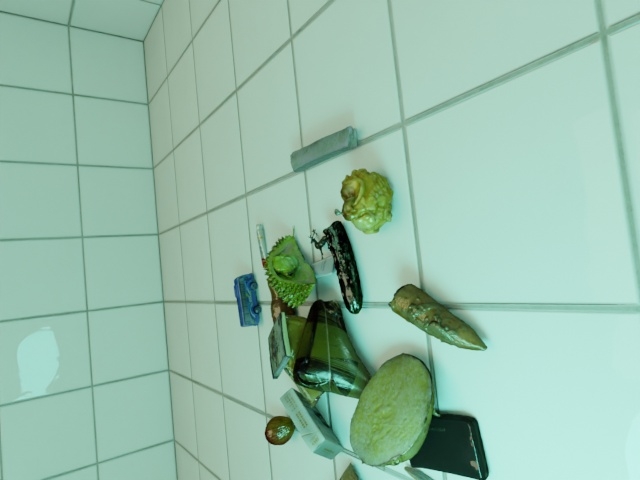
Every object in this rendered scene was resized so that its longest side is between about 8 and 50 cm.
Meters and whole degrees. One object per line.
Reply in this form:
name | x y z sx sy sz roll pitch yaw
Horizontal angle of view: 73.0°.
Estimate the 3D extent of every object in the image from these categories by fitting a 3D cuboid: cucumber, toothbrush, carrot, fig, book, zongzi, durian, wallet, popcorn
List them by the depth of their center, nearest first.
carrot | 0.295 0.199 1.071 0.263 0.102 0.101 31 117 43
toothbrush | 0.348 0.660 1.074 0.375 0.028 0.037 11 109 53
wallet | 0.307 0.519 1.110 0.250 0.044 0.148 -24 70 53
popcorn | 0.136 -0.107 1.224 0.140 0.163 0.194 -33 32 31
cucumber | 0.080 0.083 1.367 0.081 0.072 0.303 -37 63 47
zongzi | 0.092 0.347 1.367 0.154 0.318 0.289 83 -159 -64
book | -0.147 0.366 1.491 0.231 0.026 0.157 116 149 -51
durian | -0.111 0.112 1.566 0.157 0.170 0.355 61 -177 -38
fig | -0.140 0.758 1.723 0.153 0.119 0.118 -5 88 11

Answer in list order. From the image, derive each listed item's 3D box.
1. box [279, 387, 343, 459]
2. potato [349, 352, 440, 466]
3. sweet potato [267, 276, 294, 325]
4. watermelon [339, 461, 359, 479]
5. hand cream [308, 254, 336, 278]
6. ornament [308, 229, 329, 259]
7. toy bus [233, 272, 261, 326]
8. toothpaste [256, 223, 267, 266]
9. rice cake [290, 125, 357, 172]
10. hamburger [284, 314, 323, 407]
box | -0.032 0.635 1.503 0.067 0.149 0.233 -45 45 -2
potato | 0.213 0.456 1.131 0.298 0.116 0.239 -61 24 -9
sweet potato | -0.142 0.302 1.681 0.106 0.096 0.354 51 -156 -71
watermelon | 0.089 0.849 1.362 0.192 0.140 0.256 121 146 -45
hand cream | -0.017 0.109 1.524 0.255 0.048 0.079 -27 47 53
ornament | 0.000 0.000 1.503 0.073 0.028 0.125 -48 45 19
toy bus | -0.328 0.267 1.933 0.079 0.094 0.236 -26 72 53
toothpaste | -0.252 0.023 1.866 0.048 0.031 0.190 -15 83 51
rice cake | 0.005 -0.304 1.454 0.365 0.056 0.072 -12 83 54
hamburger | -0.058 0.401 1.514 0.282 0.245 0.155 41 166 -3
